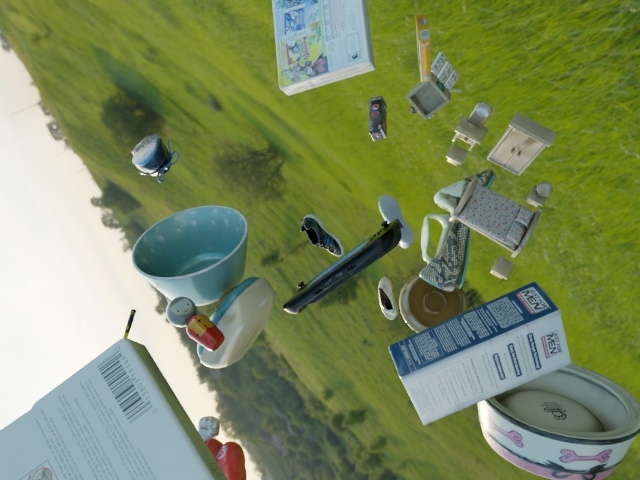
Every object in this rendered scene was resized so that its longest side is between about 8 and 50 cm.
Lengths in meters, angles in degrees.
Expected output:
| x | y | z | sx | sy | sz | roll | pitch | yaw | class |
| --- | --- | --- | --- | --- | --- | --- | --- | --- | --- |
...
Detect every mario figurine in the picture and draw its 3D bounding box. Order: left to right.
| x | y | z | sx | sy | sz | roll | pitch | yaw | class |
| --- | --- | --- | --- | --- | --- | --- | --- | --- | --- |
| -0.312 | 0.538 | 1.240 | 0.170 | 0.320 | 0.198 | 1 | -120 | -56 | mario figurine |

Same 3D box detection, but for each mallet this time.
| x | y | z | sx | sy | sz | roll | pitch | yaw | class |
| --- | --- | --- | --- | --- | --- | --- | --- | --- | --- |
| -0.617 | 0.297 | 1.662 | 0.039 | 0.062 | 0.190 | 91 | 173 | -48 | mallet |

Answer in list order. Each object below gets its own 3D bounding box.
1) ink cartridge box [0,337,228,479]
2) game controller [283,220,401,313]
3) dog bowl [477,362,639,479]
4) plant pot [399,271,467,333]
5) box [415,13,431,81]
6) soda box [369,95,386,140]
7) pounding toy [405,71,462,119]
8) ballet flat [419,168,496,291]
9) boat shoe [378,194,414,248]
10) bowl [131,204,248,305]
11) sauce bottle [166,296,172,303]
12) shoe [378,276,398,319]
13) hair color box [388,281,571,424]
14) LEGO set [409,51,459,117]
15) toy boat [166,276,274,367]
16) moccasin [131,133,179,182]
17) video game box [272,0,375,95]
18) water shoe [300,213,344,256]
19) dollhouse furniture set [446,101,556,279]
| x | y | z | sx | sy | sz | roll | pitch | yaw | class |
| --- | --- | --- | --- | --- | --- | --- | --- | --- | --- |
| -0.251 | 0.308 | 0.610 | 0.296 | 0.261 | 0.066 | 51 | 171 | 19 | ink cartridge box |
| 0.049 | 0.062 | 1.227 | 0.067 | 0.319 | 0.166 | 55 | -159 | 7 | game controller |
| 0.607 | 0.462 | 1.400 | 0.408 | 0.407 | 0.151 | 29 | 120 | 59 | dog bowl |
| 0.388 | 0.211 | 1.813 | 0.236 | 0.236 | 0.032 | 54 | 168 | 16 | plant pot |
| 0.233 | -0.425 | 1.197 | 0.136 | 0.028 | 0.081 | 64 | -159 | -58 | box |
| 0.218 | -0.462 | 2.013 | 0.060 | 0.053 | 0.169 | 47 | -140 | -51 | soda box |
| 0.406 | -0.522 | 1.896 | 0.130 | 0.100 | 0.141 | 45 | 127 | -14 | pounding toy |
| 0.441 | -0.066 | 1.772 | 0.181 | 0.483 | 0.164 | 21 | 158 | 8 | ballet flat |
| 0.324 | -0.079 | 2.352 | 0.084 | 0.095 | 0.258 | 106 | 145 | -63 | boat shoe |
| -0.326 | 0.057 | 1.433 | 0.311 | 0.311 | 0.163 | 40 | 151 | 47 | bowl |
| -0.505 | 0.207 | 1.838 | 0.128 | 0.042 | 0.042 | 28 | 145 | 52 | sauce bottle |
| 0.263 | 0.242 | 2.124 | 0.076 | 0.058 | 0.219 | 6 | 130 | 27 | shoe |
| 0.342 | 0.246 | 1.147 | 0.105 | 0.347 | 0.174 | -107 | -8 | -57 | hair color box |
| 0.437 | -0.598 | 2.116 | 0.060 | 0.244 | 0.182 | 35 | -174 | 39 | LEGO set |
| -0.242 | 0.190 | 1.300 | 0.148 | 0.268 | 0.318 | 36 | -174 | 16 | toy boat |
| -0.530 | -0.274 | 1.736 | 0.117 | 0.138 | 0.342 | 45 | 180 | -26 | moccasin |
| 0.003 | -0.403 | 1.029 | 0.048 | 0.186 | 0.205 | 25 | -122 | -67 | video game box |
| 0.000 | 0.000 | 1.876 | 0.072 | 0.080 | 0.203 | -20 | 121 | 45 | water shoe |
| 0.433 | -0.138 | 1.354 | 0.303 | 0.356 | 0.174 | 30 | 158 | 7 | dollhouse furniture set |
